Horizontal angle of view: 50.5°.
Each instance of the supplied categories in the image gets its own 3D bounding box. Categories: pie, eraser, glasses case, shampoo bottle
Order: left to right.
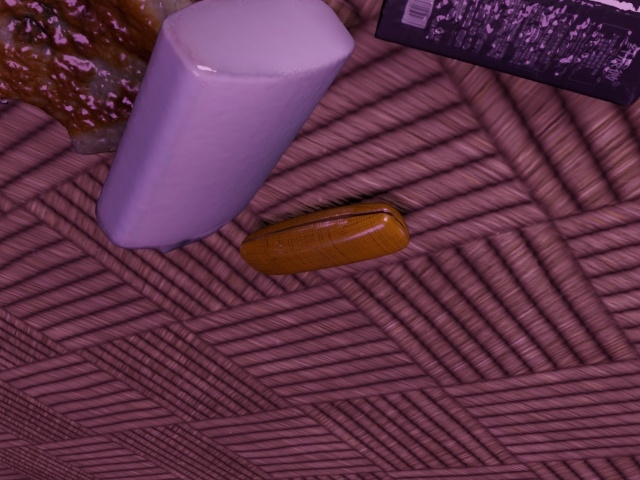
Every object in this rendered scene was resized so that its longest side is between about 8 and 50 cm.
[{"bbox_3d":[-0.255,-0.201,0.700,0.302,0.067,0.302,8,143,6],"label":"pie"},{"bbox_3d":[-0.107,-0.107,0.684,0.189,0.104,0.290,-18,161,-37],"label":"eraser"},{"bbox_3d":[0.000,0.000,0.874,0.234,0.064,0.079,-12,137,30],"label":"glasses case"},{"bbox_3d":[0.207,-0.180,0.571,0.309,0.071,0.098,16,142,-1],"label":"shampoo bottle"}]
